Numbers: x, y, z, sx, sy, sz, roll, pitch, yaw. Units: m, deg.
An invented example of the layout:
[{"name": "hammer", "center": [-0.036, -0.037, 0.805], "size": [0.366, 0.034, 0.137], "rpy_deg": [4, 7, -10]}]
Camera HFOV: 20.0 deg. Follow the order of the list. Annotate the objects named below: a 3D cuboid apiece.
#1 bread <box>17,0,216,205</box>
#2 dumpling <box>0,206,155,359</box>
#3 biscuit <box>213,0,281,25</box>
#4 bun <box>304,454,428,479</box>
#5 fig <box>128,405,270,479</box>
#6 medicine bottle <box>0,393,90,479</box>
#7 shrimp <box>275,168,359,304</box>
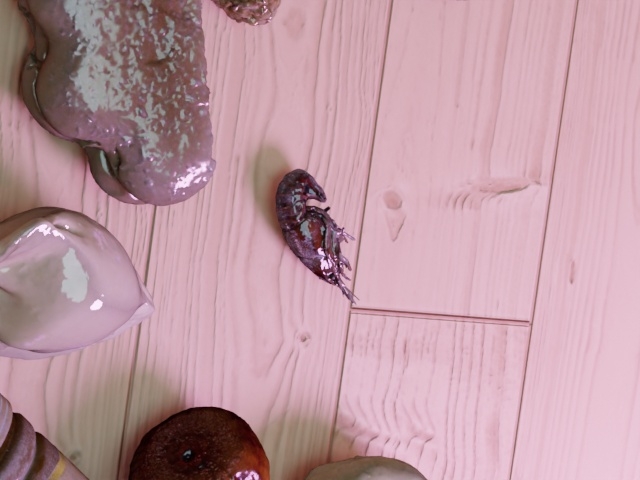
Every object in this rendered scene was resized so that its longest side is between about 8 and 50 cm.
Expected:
[{"name": "bread", "center": [-0.199, -0.199, 1.761], "size": [0.183, 0.102, 0.337], "rpy_deg": [-7, 98, -31]}, {"name": "dumpling", "center": [-0.269, 0.055, 1.744], "size": [0.179, 0.131, 0.252], "rpy_deg": [-35, 154, 11]}, {"name": "biscuit", "center": [-0.054, -0.302, 1.847], "size": [0.070, 0.082, 0.169], "rpy_deg": [33, 79, -55]}, {"name": "bun", "center": [0.044, 0.328, 1.967], "size": [0.195, 0.118, 0.195], "rpy_deg": [0, 91, -28]}, {"name": "fig", "center": [-0.110, 0.272, 1.883], "size": [0.146, 0.134, 0.201], "rpy_deg": [-20, 132, 3]}, {"name": "medicine bottle", "center": [-0.282, 0.279, 1.750], "size": [0.151, 0.151, 0.322], "rpy_deg": [-49, 117, -16]}, {"name": "shrimp", "center": [0.000, 0.000, 1.932], "size": [0.065, 0.056, 0.165], "rpy_deg": [-45, 119, -24]}]
